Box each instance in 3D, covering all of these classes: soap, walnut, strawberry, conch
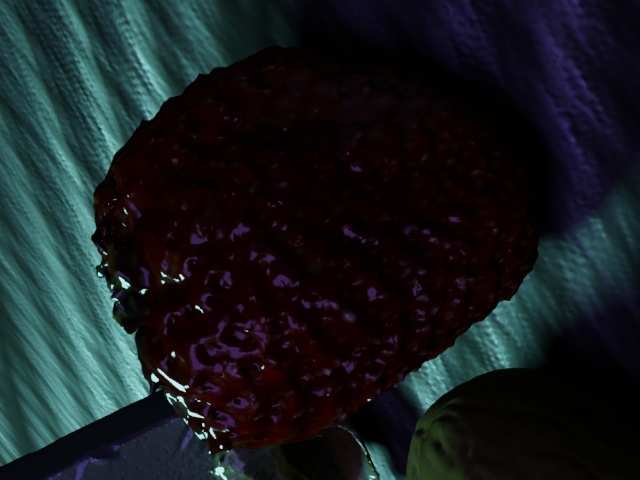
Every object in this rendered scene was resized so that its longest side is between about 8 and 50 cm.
[{"bbox_3d":[-0.218,0.346,1.161,0.296,0.107,0.285,-27,106,0],"label":"soap"},{"bbox_3d":[0.176,0.216,0.828,0.228,0.228,0.228,18,129,24],"label":"walnut"},{"bbox_3d":[0.000,0.000,0.782,0.351,0.267,0.312,-18,105,16],"label":"strawberry"},{"bbox_3d":[-0.023,0.227,1.028,0.207,0.130,0.155,34,148,-3],"label":"conch"}]
